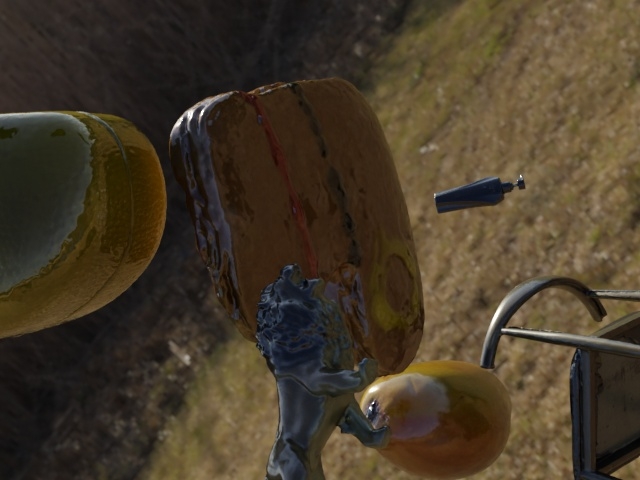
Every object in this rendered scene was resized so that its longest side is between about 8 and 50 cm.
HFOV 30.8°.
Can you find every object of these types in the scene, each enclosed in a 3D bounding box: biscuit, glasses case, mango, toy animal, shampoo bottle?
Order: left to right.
[{"bbox_3d":[-0.304,-0.006,0.888,0.371,0.173,0.141,-1,4,25],"label":"glasses case"},{"bbox_3d":[0.002,0.000,0.937,0.052,0.262,0.277,-11,3,33],"label":"biscuit"},{"bbox_3d":[0.004,0.121,0.708,0.086,0.069,0.220,-11,61,19],"label":"toy animal"},{"bbox_3d":[0.136,0.185,1.220,0.138,0.253,0.113,22,101,29],"label":"mango"},{"bbox_3d":[0.242,-0.071,1.763,0.137,0.027,0.048,-13,63,11],"label":"shampoo bottle"}]

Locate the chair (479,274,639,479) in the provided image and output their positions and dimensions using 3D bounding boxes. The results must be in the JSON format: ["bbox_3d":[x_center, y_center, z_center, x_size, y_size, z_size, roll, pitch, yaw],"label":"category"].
[{"bbox_3d":[0.303,0.136,1.109,0.188,0.166,0.272,-18,19,-35],"label":"chair"}]
